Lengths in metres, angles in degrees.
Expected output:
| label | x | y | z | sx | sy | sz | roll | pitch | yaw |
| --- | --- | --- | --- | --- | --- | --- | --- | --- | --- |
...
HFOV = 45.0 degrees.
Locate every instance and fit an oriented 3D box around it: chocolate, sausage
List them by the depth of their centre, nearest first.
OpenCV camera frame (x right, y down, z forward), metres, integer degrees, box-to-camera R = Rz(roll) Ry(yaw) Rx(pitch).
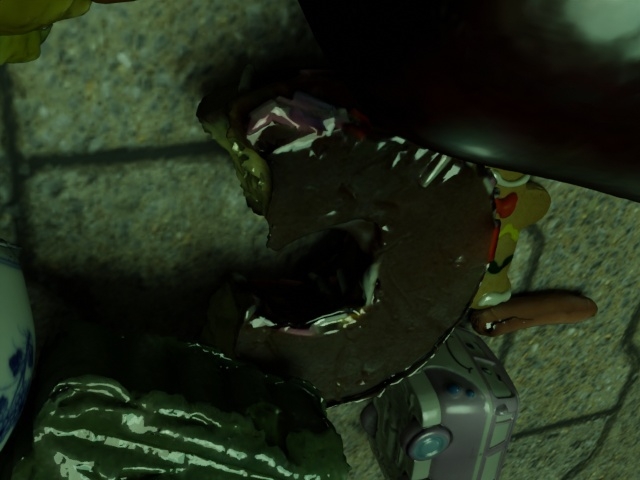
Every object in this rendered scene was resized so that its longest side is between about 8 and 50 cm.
| label | x | y | z | sx | sy | sz | roll | pitch | yaw |
| --- | --- | --- | --- | --- | --- | --- | --- | --- | --- |
| chocolate | 0.147 | -0.201 | 0.473 | 0.332 | 0.383 | 0.383 | 5 | 124 | -9 |
| sausage | 0.257 | 0.087 | 0.916 | 0.177 | 0.040 | 0.047 | -5 | 126 | -24 |

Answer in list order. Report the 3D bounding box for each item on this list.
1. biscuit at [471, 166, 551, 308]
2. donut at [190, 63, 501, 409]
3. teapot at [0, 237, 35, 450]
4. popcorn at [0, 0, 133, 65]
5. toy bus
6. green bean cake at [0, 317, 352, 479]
| label | x | y | z | sx | sy | sz | roll | pitch | yaw |
| --- | --- | --- | --- | --- | --- | --- | --- | --- | --- |
| biscuit | 0.171 | -0.020 | 0.798 | 0.158 | 0.035 | 0.240 | -6 | 127 | -25 |
| donut | 0.021 | 0.001 | 0.673 | 0.260 | 0.136 | 0.345 | -9 | 129 | -20 |
| teapot | -0.325 | 0.096 | 0.482 | 0.280 | 0.252 | 0.424 | -65 | 169 | -8 |
| popcorn | -0.197 | -0.208 | 0.338 | 0.326 | 0.321 | 0.290 | -43 | 116 | -13 |
| toy bus | 0.133 | 0.198 | 0.876 | 0.142 | 0.142 | 0.202 | -8 | 129 | -14 |
| green bean cake | -0.129 | 0.205 | 0.595 | 0.241 | 0.132 | 0.255 | 23 | 104 | -21 |
